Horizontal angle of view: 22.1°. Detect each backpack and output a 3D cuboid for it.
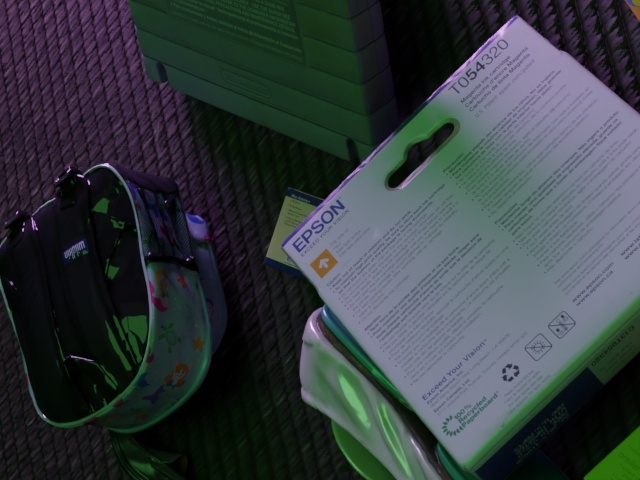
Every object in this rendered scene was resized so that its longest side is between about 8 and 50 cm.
[{"bbox_3d":[-0.215,0.077,1.737,0.225,0.191,0.254,-34,55,30],"label":"backpack"}]

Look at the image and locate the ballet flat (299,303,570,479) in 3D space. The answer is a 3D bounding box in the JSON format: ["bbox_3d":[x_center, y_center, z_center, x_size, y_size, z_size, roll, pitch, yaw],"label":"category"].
[{"bbox_3d":[0.111,0.209,1.524,0.400,0.139,0.139,44,107,38],"label":"ballet flat"}]

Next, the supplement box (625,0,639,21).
[{"bbox_3d":[0.330,-0.199,1.457,0.078,0.080,0.233,-41,57,21],"label":"supplement box"}]

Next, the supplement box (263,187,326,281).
[{"bbox_3d":[0.000,0.000,1.676,0.083,0.056,0.083,21,94,38],"label":"supplement box"}]

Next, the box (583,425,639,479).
[{"bbox_3d":[0.320,0.181,1.370,0.178,0.042,0.109,-40,54,-14],"label":"box"}]

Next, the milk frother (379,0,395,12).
[{"bbox_3d":[-0.004,-0.277,1.680,0.134,0.143,0.129,-32,71,26],"label":"milk frother"}]

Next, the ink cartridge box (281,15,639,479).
[{"bbox_3d":[0.169,0.001,1.481,0.324,0.071,0.330,-44,48,4],"label":"ink cartridge box"}]

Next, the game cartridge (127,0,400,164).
[{"bbox_3d":[-0.070,-0.224,1.688,0.355,0.068,0.230,25,137,37],"label":"game cartridge"}]

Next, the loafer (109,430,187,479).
[{"bbox_3d":[-0.167,0.251,1.758,0.061,0.062,0.170,-41,61,-2],"label":"loafer"}]
